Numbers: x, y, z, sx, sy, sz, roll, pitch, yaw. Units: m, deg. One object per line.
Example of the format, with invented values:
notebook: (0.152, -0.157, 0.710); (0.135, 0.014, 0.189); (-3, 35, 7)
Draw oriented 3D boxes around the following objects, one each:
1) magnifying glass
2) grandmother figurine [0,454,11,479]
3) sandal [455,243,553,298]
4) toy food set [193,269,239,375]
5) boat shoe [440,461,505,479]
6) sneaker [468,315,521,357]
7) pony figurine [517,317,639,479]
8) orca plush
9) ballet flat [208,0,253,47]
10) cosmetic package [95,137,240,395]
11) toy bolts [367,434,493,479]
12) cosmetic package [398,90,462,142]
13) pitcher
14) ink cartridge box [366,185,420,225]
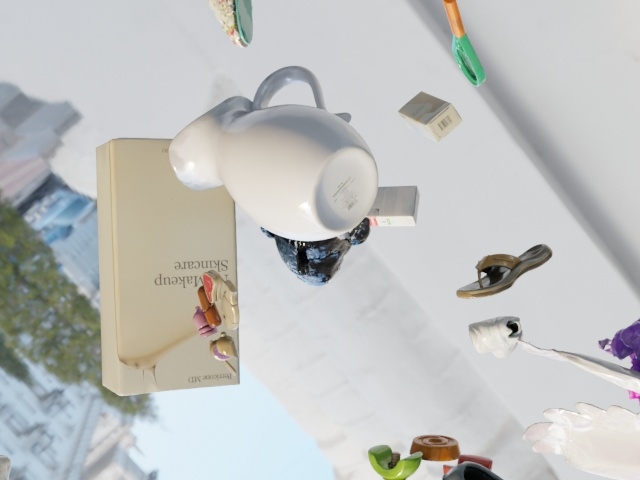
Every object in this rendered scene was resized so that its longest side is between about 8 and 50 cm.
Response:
magnifying glass: (0.273, -0.383, 1.800); (0.026, 0.231, 0.092); (-34, -127, 1)
grandmother figurine: (-0.369, 0.106, 0.855); (0.104, 0.342, 0.208); (-25, 166, 17)
sandal: (0.252, 0.036, 1.311); (0.180, 0.049, 0.072); (-27, -172, -30)
toy food set: (-0.108, 0.080, 0.948); (0.019, 0.122, 0.078); (-20, -139, -27)
boat shoe: (0.223, 0.307, 0.797); (0.116, 0.319, 0.099); (-24, 141, -59)
sneaker: (0.261, 0.133, 1.318); (0.061, 0.054, 0.152); (-24, 165, 24)
pony figurine: (0.438, 0.182, 1.128); (0.351, 0.303, 0.363); (20, -116, 32)
orca plush: (0.000, 0.000, 1.255); (0.287, 0.151, 0.102); (119, -21, -56)
ballet flat: (-0.165, -0.457, 1.690); (0.077, 0.241, 0.091); (-6, 168, 21)
cosmetic package: (-0.194, 0.030, 1.184); (0.160, 0.309, 0.113); (-3, 180, -24)
toy bolts: (0.221, 0.470, 1.738); (0.228, 0.158, 0.218); (4, -175, 38)
cosmetic package: (0.184, -0.211, 1.586); (0.060, 0.041, 0.115); (-42, -152, -4)
pitcher: (-0.028, -0.096, 0.922); (0.207, 0.125, 0.178); (25, -109, 45)
ink cartridge box: (0.101, -0.055, 1.520); (0.115, 0.029, 0.063); (-1, -124, 18)
